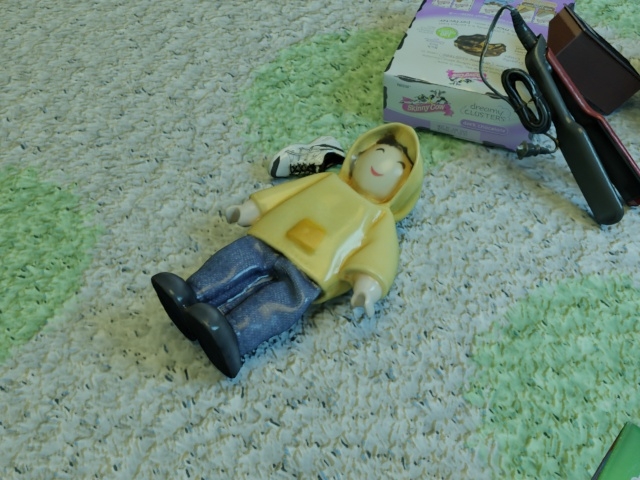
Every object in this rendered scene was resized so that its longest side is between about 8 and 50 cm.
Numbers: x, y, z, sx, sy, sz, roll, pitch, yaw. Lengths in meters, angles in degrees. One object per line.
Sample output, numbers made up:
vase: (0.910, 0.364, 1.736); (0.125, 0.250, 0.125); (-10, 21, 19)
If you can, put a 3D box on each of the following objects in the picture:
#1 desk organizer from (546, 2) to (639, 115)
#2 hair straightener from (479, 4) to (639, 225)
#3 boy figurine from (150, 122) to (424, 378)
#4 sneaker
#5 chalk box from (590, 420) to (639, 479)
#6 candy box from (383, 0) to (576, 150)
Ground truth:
desk organizer: (0.277, -0.183, 0.786); (0.130, 0.050, 0.047); (22, 37, -38)
hair straightener: (0.219, -0.114, 0.713); (0.089, 0.047, 0.230); (-31, 92, -18)
boy figurine: (0.000, 0.000, 0.679); (0.285, 0.092, 0.177); (-37, 54, -20)
sneaker: (-0.013, -0.081, 0.783); (0.083, 0.032, 0.037); (-24, 53, -15)
chalk box: (0.200, 0.214, 0.458); (0.213, 0.132, 0.132); (29, 58, 24)
candy box: (0.176, -0.199, 0.842); (0.164, 0.070, 0.196); (16, 53, 16)
